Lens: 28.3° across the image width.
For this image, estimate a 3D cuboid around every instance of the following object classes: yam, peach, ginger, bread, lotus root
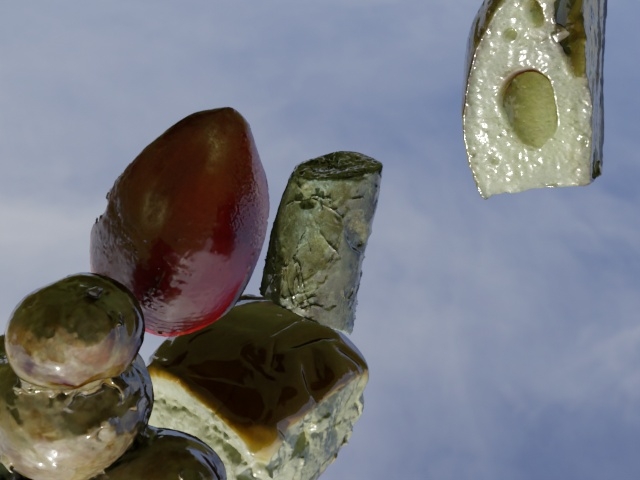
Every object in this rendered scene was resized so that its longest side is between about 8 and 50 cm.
[{"bbox_3d":[0.000,0.000,1.279,0.107,0.183,0.107,13,-166,-3],"label":"yam"},{"bbox_3d":[-0.145,-0.010,1.376,0.159,0.267,0.154,-1,-137,-53],"label":"peach"},{"bbox_3d":[-0.210,0.205,1.262,0.256,0.375,0.176,-10,-154,44],"label":"ginger"},{"bbox_3d":[-0.093,0.212,1.704,0.250,0.225,0.279,26,-139,27],"label":"bread"},{"bbox_3d":[0.235,-0.188,1.383,0.142,0.314,0.210,4,-155,19],"label":"lotus root"}]

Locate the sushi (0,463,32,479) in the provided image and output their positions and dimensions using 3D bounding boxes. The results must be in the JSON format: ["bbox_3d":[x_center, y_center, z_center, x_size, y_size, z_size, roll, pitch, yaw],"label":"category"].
[{"bbox_3d":[-0.522,0.288,1.609,0.328,0.285,0.328,22,-159,-23],"label":"sushi"}]
